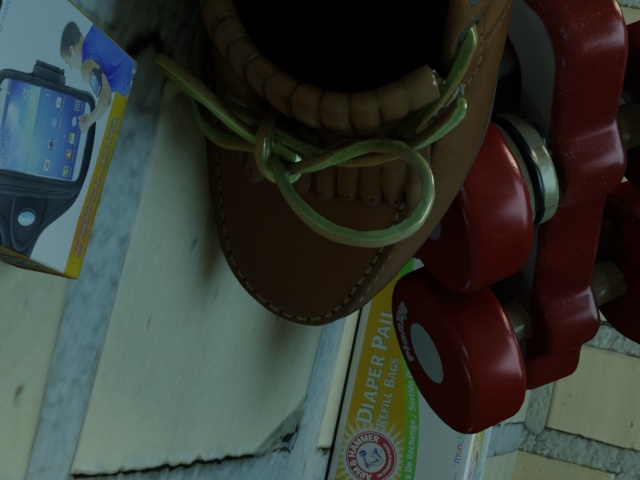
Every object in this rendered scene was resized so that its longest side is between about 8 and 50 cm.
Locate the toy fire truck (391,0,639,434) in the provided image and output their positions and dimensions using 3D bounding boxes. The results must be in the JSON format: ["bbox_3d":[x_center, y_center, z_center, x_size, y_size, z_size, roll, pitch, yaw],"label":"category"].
[{"bbox_3d":[0.095,-0.056,0.757,0.169,0.254,0.302,-23,138,-15],"label":"toy fire truck"}]

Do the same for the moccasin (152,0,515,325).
[{"bbox_3d":[0.010,-0.087,0.484,0.147,0.139,0.380,-51,170,-37],"label":"moccasin"}]

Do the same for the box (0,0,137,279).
[{"bbox_3d":[-0.100,-0.040,0.383,0.136,0.028,0.081,44,59,-74],"label":"box"}]

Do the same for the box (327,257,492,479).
[{"bbox_3d":[0.085,0.103,0.995,0.114,0.103,0.203,4,98,-74],"label":"box"}]
